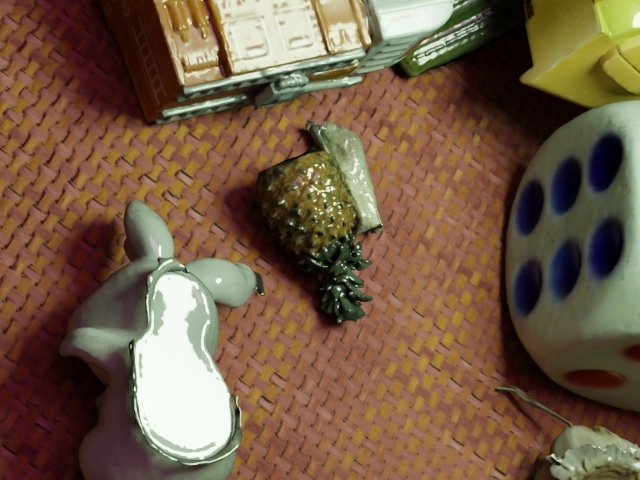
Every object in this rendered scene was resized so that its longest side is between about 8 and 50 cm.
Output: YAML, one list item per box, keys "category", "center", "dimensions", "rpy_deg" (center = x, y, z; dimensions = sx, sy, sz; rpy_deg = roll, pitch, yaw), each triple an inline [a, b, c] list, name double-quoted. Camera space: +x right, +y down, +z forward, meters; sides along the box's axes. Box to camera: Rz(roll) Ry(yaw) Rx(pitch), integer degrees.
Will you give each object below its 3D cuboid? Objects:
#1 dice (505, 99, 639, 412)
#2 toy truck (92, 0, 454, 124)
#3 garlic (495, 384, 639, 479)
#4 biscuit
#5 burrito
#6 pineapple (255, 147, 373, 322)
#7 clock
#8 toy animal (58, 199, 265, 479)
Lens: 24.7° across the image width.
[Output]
- category: "dice"
  center: [0.410, 0.025, 1.721]
  dimensions: [0.304, 0.277, 0.304]
  rpy_deg: [17, 64, -23]
- category: "toy truck"
  center: [-0.037, -0.262, 1.649]
  dimensions: [0.388, 0.173, 0.206]
  rpy_deg: [-15, 82, -25]
- category: "garlic"
  center: [0.278, 0.248, 1.601]
  dimensions: [0.207, 0.207, 0.256]
  rpy_deg: [-12, 68, -32]
- category: "biscuit"
  center: [0.223, -0.306, 1.835]
  dimensions: [0.322, 0.038, 0.099]
  rpy_deg: [-28, 79, -14]
- category: "burrito"
  center: [0.032, -0.075, 1.693]
  dimensions: [0.055, 0.041, 0.149]
  rpy_deg: [-17, 77, -20]
- category: "pineapple"
  center: [0.000, 0.000, 1.615]
  dimensions: [0.108, 0.108, 0.197]
  rpy_deg: [-24, 95, -34]
- category: "clock"
  center: [0.391, -0.257, 1.763]
  dimensions: [0.317, 0.200, 0.244]
  rpy_deg: [23, 52, -39]
- category: "toy animal"
  center: [-0.153, 0.115, 1.444]
  dimensions: [0.208, 0.154, 0.325]
  rpy_deg: [33, 52, -20]
